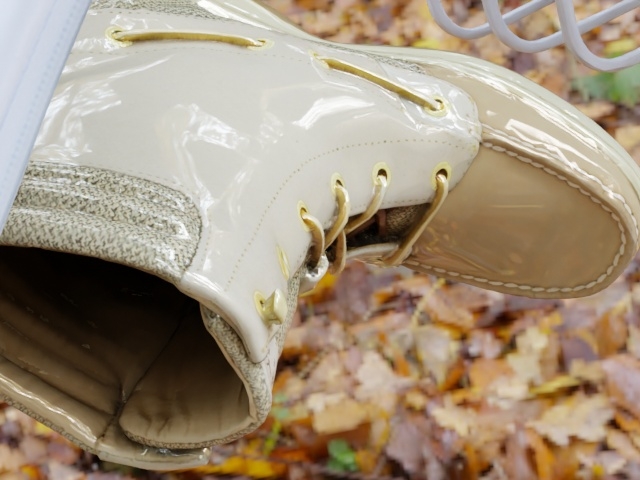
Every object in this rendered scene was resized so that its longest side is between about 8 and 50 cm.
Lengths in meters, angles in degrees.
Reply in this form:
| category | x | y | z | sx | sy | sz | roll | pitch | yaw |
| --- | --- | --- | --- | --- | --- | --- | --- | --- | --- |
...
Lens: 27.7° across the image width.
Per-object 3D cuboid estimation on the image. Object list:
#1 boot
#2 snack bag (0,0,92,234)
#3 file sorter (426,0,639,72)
| category | x | y | z | sx | sy | sz | roll | pitch | yaw |
| --- | --- | --- | --- | --- | --- | --- | --- | --- | --- |
| boot | 0.000 | 0.000 | 0.450 | 0.262 | 0.095 | 0.203 | 22 | 33 | -9 |
| snack bag | -0.223 | -0.009 | 0.387 | 0.343 | 0.323 | 0.037 | 19 | -2 | 27 |
| file sorter | 0.169 | -0.182 | 0.605 | 0.173 | 0.192 | 0.278 | -27 | 27 | -18 |
